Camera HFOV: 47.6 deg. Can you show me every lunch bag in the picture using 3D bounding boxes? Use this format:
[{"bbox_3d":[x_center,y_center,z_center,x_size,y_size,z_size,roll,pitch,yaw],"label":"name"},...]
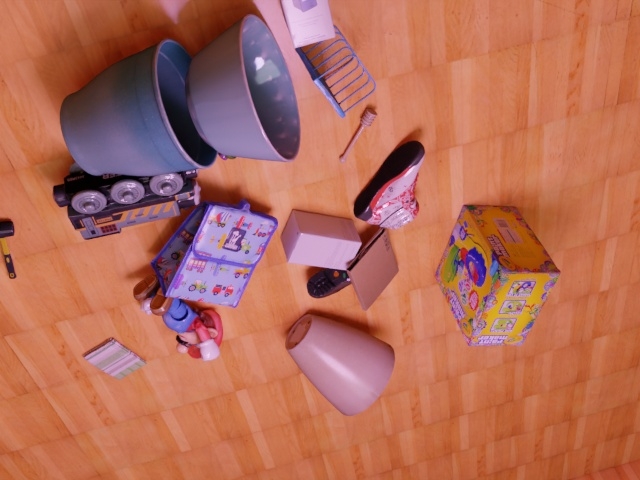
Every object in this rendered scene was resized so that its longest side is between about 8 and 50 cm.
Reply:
[{"bbox_3d":[-0.257,0.011,1.851,0.221,0.138,0.293,14,120,-41],"label":"lunch bag"}]

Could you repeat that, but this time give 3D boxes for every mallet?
[{"bbox_3d":[-0.766,0.025,1.793,0.062,0.039,0.189,-11,137,-10],"label":"mallet"}]

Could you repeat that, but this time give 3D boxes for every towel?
[{"bbox_3d":[-0.602,0.348,2.131,0.113,0.023,0.152,-30,134,13],"label":"towel"}]

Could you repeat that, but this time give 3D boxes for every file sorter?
[{"bbox_3d":[0.035,-0.374,1.582,0.104,0.170,0.118,-35,130,10],"label":"file sorter"}]

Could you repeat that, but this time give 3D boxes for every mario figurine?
[{"bbox_3d":[-0.386,0.237,1.972,0.170,0.198,0.320,-24,139,12],"label":"mario figurine"}]

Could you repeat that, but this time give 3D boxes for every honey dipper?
[{"bbox_3d":[0.090,-0.254,1.796,0.031,0.030,0.160,13,127,-26],"label":"honey dipper"}]

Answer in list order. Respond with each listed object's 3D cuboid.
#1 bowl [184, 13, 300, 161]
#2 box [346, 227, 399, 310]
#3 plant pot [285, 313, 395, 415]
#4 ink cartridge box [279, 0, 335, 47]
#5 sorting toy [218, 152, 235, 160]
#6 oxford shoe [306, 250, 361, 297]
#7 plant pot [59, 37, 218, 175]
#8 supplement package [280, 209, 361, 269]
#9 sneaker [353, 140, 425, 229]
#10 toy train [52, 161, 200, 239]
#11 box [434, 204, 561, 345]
[{"bbox_3d":[-0.172,-0.298,1.524,0.163,0.311,0.311,-13,134,16],"label":"bowl"},{"bbox_3d":[0.148,0.082,2.018,0.164,0.021,0.201,-49,144,-20],"label":"box"},{"bbox_3d":[0.036,0.348,2.184,0.274,0.256,0.256,37,114,-20],"label":"plant pot"},{"bbox_3d":[-0.046,-0.518,1.441,0.093,0.154,0.212,-15,133,-1],"label":"ink cartridge box"},{"bbox_3d":[-0.247,-0.219,1.708,0.102,0.061,0.042,42,112,-14],"label":"sorting toy"},{"bbox_3d":[0.063,0.097,2.074,0.227,0.082,0.096,-23,164,-7],"label":"oxford shoe"},{"bbox_3d":[-0.387,-0.253,1.518,0.255,0.271,0.271,-12,134,14],"label":"plant pot"},{"bbox_3d":[0.000,0.000,1.939,0.179,0.105,0.105,9,128,-24],"label":"supplement package"},{"bbox_3d":[0.217,-0.138,1.895,0.145,0.090,0.270,20,125,-31],"label":"sneaker"},{"bbox_3d":[-0.444,-0.113,1.703,0.334,0.142,0.190,-14,146,-8],"label":"toy train"},{"bbox_3d":[0.485,0.098,2.039,0.177,0.290,0.279,1,129,-17],"label":"box"}]
